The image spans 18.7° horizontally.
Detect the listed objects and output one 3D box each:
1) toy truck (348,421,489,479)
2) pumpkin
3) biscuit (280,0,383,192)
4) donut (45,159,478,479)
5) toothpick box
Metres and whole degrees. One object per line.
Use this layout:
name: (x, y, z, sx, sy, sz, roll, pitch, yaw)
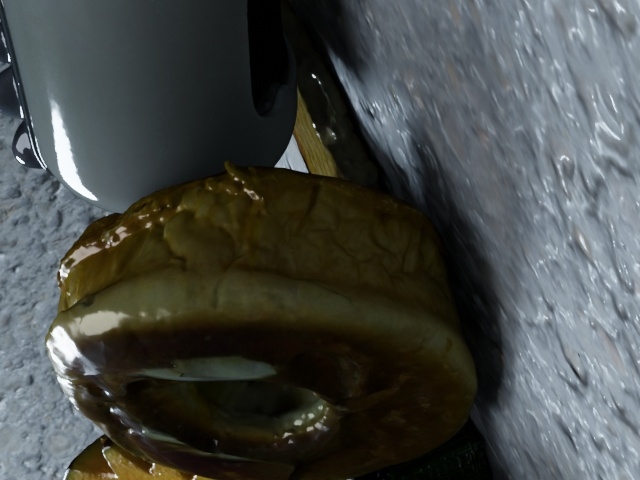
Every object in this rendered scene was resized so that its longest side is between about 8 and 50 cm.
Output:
toy truck: (0.032, 0.129, 1.613, 0.259, 0.121, 0.088, -123, 12, -45)
pumpkin: (-0.072, 0.173, 1.620, 0.254, 0.149, 0.130, 19, 133, 13)
biscuit: (0.005, -0.085, 1.518, 0.176, 0.031, 0.229, -137, 27, -67)
donut: (-0.045, 0.062, 1.394, 0.330, 0.330, 0.160, 84, -177, -62)
toothpick box: (-0.132, -0.150, 1.400, 0.316, 0.229, 0.229, 87, 159, -46)
